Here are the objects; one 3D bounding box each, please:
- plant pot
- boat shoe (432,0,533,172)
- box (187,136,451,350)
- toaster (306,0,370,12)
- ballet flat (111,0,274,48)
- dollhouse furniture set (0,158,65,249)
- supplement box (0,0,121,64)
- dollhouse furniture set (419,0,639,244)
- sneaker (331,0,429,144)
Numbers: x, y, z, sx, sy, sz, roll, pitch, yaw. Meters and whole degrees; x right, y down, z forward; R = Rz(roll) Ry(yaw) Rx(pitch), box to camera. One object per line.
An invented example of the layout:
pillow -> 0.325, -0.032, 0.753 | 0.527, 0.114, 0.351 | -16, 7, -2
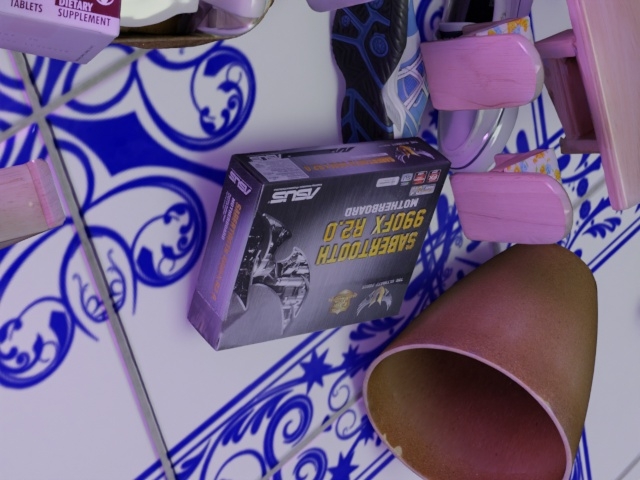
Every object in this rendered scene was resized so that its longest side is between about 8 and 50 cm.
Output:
plant pot -> 0.205, 0.121, 1.561 | 0.254, 0.237, 0.237 | -54, 140, -40
boat shoe -> 0.157, -0.201, 1.443 | 0.088, 0.096, 0.267 | 12, 95, -43
box -> 0.000, 0.000, 1.332 | 0.231, 0.056, 0.183 | -8, 127, -39
toaster -> 0.032, -0.313, 1.212 | 0.168, 0.110, 0.186 | 65, 35, -36
ballet flat -> -0.123, -0.201, 1.114 | 0.342, 0.124, 0.116 | -10, 114, -45
dollhouse furniture set -> -0.322, -0.144, 0.891 | 0.174, 0.303, 0.355 | -17, 88, -51
supplement box -> -0.198, -0.252, 0.957 | 0.130, 0.073, 0.239 | 8, 76, -26
dollhouse furniture set -> 0.304, -0.231, 1.336 | 0.362, 0.256, 0.394 | -25, 107, -34
sneaker -> 0.064, -0.175, 1.374 | 0.081, 0.080, 0.211 | -34, 139, -42
